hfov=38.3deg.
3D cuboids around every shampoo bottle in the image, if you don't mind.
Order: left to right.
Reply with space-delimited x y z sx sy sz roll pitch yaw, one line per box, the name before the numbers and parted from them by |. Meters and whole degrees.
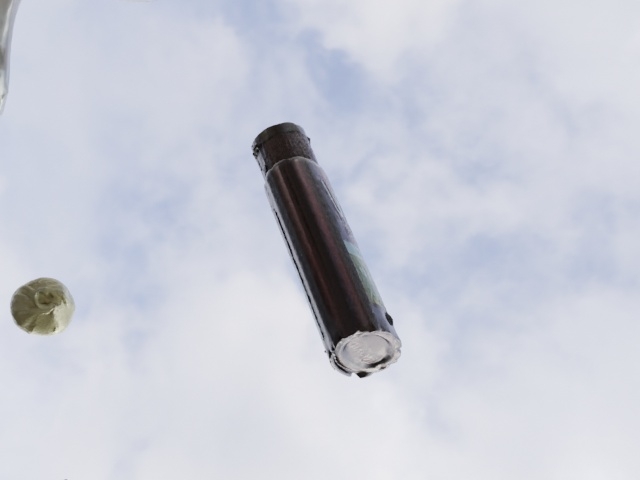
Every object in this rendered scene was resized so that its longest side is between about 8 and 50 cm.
shampoo bottle | 0.000 0.000 1.097 0.084 0.129 0.323 -27 -123 9

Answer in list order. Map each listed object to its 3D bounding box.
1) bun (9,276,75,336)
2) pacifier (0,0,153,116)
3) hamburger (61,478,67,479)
bun | -0.370 0.084 1.227 0.086 0.086 0.055 45 -37 16
pacifier | -0.323 -0.269 0.927 0.220 0.332 0.273 -101 -151 -47
hamburger | -0.280 0.378 0.936 0.237 0.237 0.149 48 -49 15
